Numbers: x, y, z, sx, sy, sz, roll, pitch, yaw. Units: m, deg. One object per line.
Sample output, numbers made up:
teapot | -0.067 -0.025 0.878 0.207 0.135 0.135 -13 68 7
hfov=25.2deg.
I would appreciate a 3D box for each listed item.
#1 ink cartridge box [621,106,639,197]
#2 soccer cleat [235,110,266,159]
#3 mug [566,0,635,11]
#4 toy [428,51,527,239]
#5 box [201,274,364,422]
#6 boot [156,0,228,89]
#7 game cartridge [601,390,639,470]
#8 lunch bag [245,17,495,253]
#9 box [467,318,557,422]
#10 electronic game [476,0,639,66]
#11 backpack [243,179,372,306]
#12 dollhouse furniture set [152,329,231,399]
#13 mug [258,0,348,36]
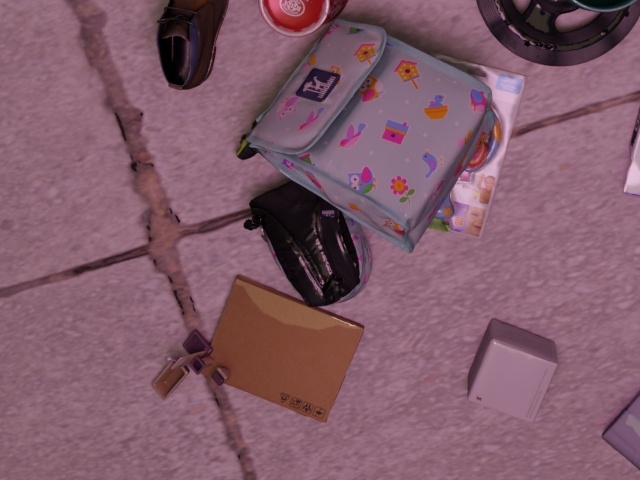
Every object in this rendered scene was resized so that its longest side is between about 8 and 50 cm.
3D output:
ink cartridge box | 0.525 -0.142 1.909 0.206 0.045 0.208 13 107 2
soccer cleat | -0.039 -0.160 1.964 0.179 0.060 0.072 -39 100 13
mug | 0.339 -0.361 1.791 0.157 0.097 0.129 40 100 -5
toy | 0.185 -0.123 1.950 0.136 0.056 0.237 14 108 1
box | -0.056 0.159 2.083 0.201 0.021 0.164 22 108 0
boot | -0.171 -0.304 1.909 0.082 0.106 0.219 6 108 5
game cartridge | 0.560 0.232 1.994 0.196 0.060 0.294 39 107 5
lunch bag | 0.062 -0.149 1.855 0.262 0.160 0.223 32 81 15
box | 0.270 0.183 2.017 0.102 0.087 0.101 20 108 0
electronic game | 0.315 -0.343 1.870 0.229 0.048 0.229 0 101 1
backpack | 0.000 0.000 1.973 0.152 0.115 0.182 -26 87 22
dollhouse furniture set | -0.206 0.205 2.067 0.091 0.081 0.114 49 117 16
mug | -0.041 -0.318 1.856 0.150 0.169 0.113 -8 107 9
